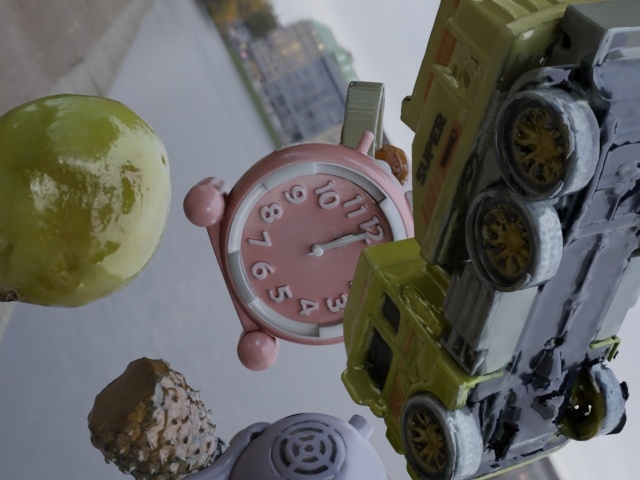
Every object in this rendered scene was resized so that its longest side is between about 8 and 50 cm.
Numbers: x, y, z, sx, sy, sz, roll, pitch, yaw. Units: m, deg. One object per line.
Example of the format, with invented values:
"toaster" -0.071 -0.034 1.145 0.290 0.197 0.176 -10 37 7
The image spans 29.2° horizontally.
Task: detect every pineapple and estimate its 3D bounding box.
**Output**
"pineapple" -0.120 0.221 1.221 0.251 0.125 0.125 52 7 -31

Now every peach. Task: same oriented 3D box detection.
"peach" -0.379 -0.056 1.842 0.281 0.314 0.316 174 -77 -70

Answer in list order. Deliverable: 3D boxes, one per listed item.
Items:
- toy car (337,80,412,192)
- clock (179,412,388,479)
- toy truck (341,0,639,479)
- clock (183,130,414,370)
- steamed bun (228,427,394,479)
"toy car" 0.051 -0.094 1.587 0.235 0.145 0.235 3 90 -84
"clock" -0.047 0.214 0.784 0.189 0.254 0.189 29 -34 22
"toy truck" 0.093 -0.011 0.625 0.157 0.124 0.272 51 -40 40
"clock" 0.000 0.000 1.359 0.142 0.241 0.227 -69 140 -78
"steamed bun" -0.018 0.413 1.499 0.235 0.248 0.379 19 56 -24
